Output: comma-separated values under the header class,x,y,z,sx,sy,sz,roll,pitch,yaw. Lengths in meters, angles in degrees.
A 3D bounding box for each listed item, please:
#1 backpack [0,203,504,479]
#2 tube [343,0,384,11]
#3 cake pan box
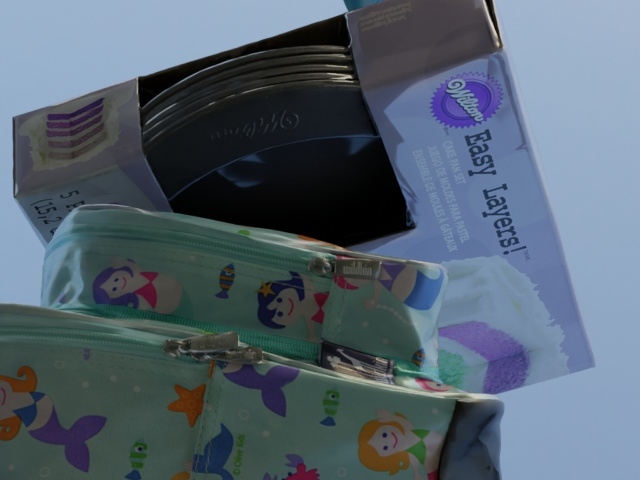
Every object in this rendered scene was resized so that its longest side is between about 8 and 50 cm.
class,x,y,z,sx,sy,sz,roll,pitch,yaw
backpack,-0.063,0.089,0.742,0.254,0.225,0.191,3,-102,-10
tube,0.090,-0.204,0.964,0.207,0.052,0.080,-27,-103,21
cake pan box,0.000,0.000,0.889,0.246,0.267,0.070,-17,-134,5
